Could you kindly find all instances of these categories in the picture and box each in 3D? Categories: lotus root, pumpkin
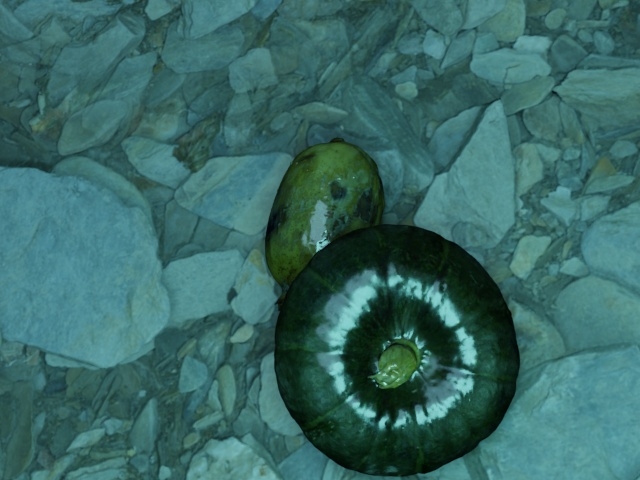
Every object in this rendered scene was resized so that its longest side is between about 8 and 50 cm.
[{"bbox_3d":[-0.002,-0.001,1.879,0.154,0.154,0.278,8,73,20],"label":"lotus root"},{"bbox_3d":[0.089,0.128,1.728,0.300,0.207,0.300,0,87,-1],"label":"pumpkin"}]
